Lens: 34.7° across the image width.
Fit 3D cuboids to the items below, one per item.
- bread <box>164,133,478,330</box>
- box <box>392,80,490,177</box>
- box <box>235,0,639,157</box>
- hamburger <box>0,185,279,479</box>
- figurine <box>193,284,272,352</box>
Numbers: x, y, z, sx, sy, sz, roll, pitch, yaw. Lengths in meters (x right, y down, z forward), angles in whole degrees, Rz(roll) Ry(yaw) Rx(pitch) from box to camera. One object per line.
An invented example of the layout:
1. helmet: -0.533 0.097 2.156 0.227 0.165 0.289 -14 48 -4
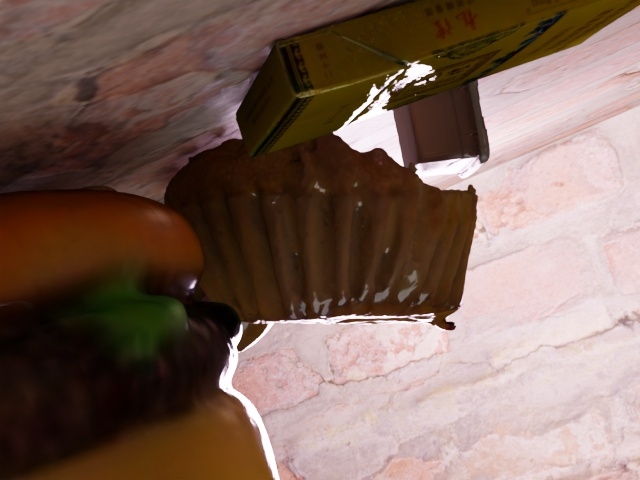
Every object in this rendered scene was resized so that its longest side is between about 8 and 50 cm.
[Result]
1. bread: 0.000 0.000 0.869 0.274 0.149 0.274 0 170 0
2. box: 0.101 -0.099 0.888 0.062 0.089 0.122 -10 176 -1
3. box: 0.087 -0.130 0.675 0.279 0.041 0.153 -21 178 -15
4. hamburger: -0.226 0.121 0.668 0.396 0.277 0.396 -21 174 -2
5. figurine: -0.137 0.052 1.097 0.285 0.167 0.342 -20 -139 21
